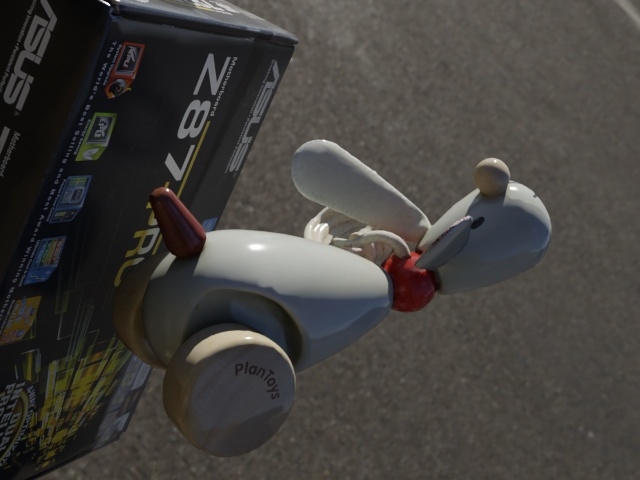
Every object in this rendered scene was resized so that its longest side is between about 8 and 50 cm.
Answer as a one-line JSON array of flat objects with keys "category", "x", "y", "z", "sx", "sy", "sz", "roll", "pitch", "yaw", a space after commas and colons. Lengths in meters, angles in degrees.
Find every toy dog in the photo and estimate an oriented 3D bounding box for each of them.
[{"category": "toy dog", "x": 0.000, "y": 0.000, "z": 0.840, "sx": 0.220, "sy": 0.161, "sz": 0.334, "roll": 16, "pitch": 37, "yaw": 38}]

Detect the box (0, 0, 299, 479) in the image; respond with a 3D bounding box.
[{"category": "box", "x": -0.184, "y": 0.001, "z": 0.898, "sx": 0.097, "sy": 0.395, "sz": 0.318, "roll": 28, "pitch": 13, "yaw": 13}]
